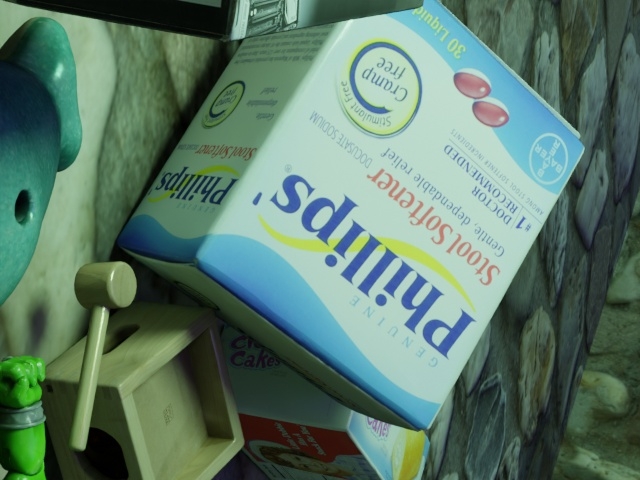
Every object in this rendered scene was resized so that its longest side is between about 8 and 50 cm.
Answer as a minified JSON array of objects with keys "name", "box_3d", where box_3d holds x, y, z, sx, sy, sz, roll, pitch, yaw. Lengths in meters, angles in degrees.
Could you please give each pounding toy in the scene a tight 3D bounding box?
[{"name":"pounding toy","box_3d":[-0.160,0.107,1.008,0.181,0.094,0.206,-41,127,-51]}]

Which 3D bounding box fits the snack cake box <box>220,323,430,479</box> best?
[{"name":"snack cake box","box_3d":[0.002,0.182,1.339,0.264,0.152,0.089,60,43,-58]}]

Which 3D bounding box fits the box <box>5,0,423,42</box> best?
[{"name":"box","box_3d":[-0.121,-0.169,0.699,0.242,0.307,0.077,-28,127,-63]}]

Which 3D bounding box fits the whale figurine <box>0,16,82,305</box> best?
[{"name":"whale figurine","box_3d":[-0.199,-0.046,0.775,0.272,0.141,0.216,-43,136,-58]}]

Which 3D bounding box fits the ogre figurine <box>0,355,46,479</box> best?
[{"name":"ogre figurine","box_3d":[-0.232,0.168,0.840,0.197,0.096,0.118,-64,143,-61]}]

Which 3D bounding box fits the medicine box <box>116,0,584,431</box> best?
[{"name":"medicine box","box_3d":[0.031,-0.038,1.109,0.263,0.149,0.289,38,74,-29]}]
